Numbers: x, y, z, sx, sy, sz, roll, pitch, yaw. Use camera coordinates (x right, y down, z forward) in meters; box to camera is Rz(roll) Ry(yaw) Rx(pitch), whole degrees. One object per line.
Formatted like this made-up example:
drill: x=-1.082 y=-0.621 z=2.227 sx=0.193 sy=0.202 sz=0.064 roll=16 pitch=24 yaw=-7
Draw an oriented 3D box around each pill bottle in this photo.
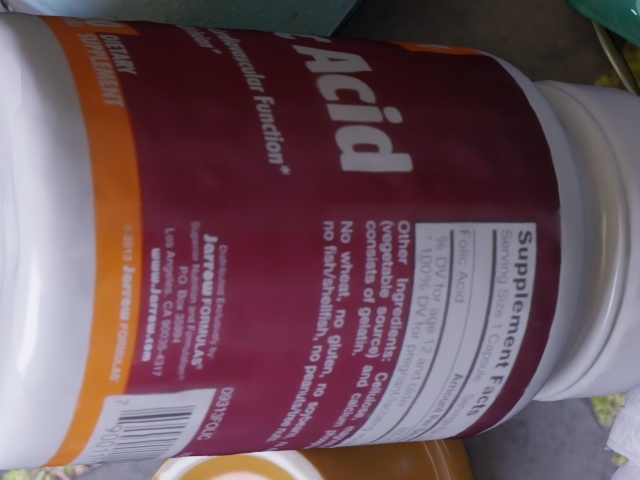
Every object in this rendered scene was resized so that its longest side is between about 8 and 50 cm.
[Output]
pill bottle: x=0.000 y=0.000 z=0.776 sx=0.392 sy=0.224 sz=0.224 roll=0 pitch=90 yaw=-28

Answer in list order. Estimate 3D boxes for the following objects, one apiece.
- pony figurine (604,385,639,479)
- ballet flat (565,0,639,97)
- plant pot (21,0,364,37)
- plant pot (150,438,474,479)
pony figurine: x=0.222 y=0.256 z=0.758 sx=0.363 sy=0.351 sz=0.302 roll=38 pitch=83 yaw=-14
ballet flat: x=0.249 y=-0.097 z=0.886 sx=0.247 sy=0.083 sz=0.087 roll=46 pitch=125 yaw=12
plant pot: x=-0.071 y=-0.222 z=0.898 sx=0.252 sy=0.247 sz=0.248 roll=39 pitch=99 yaw=-4
plant pot: x=-0.020 y=0.174 z=0.889 sx=0.205 sy=0.188 sz=0.205 roll=0 pitch=89 yaw=16
